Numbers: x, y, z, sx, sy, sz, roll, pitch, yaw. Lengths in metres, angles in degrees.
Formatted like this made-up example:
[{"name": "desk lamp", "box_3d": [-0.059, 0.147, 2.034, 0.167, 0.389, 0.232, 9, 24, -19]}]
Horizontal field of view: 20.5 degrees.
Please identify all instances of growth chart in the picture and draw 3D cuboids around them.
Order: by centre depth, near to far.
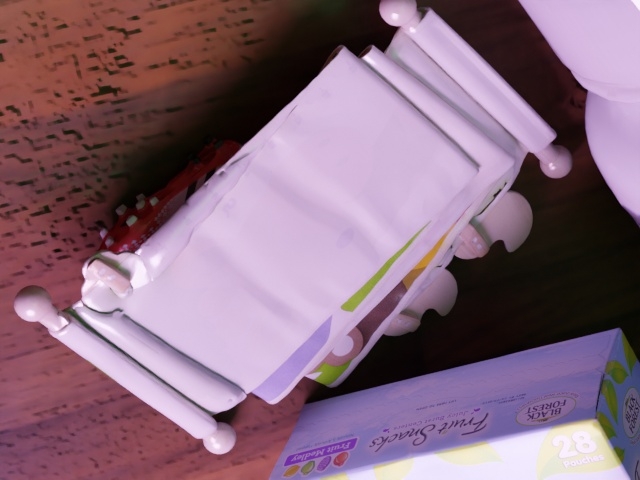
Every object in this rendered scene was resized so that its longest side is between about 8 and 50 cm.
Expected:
[{"name": "growth chart", "box_3d": [0.000, 0.000, 0.804, 0.237, 0.021, 0.172, -41, 132, 0]}]

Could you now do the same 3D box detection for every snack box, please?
[{"name": "snack box", "box_3d": [0.100, 0.155, 0.835, 0.174, 0.070, 0.207, -17, 117, 31]}]

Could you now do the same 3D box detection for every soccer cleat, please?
[{"name": "soccer cleat", "box_3d": [-0.063, -0.012, 0.791, 0.083, 0.029, 0.035, -41, 113, -6]}]

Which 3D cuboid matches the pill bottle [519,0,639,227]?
[{"name": "pill bottle", "box_3d": [0.247, -0.035, 0.790, 0.204, 0.204, 0.361, -42, 117, 0]}]
